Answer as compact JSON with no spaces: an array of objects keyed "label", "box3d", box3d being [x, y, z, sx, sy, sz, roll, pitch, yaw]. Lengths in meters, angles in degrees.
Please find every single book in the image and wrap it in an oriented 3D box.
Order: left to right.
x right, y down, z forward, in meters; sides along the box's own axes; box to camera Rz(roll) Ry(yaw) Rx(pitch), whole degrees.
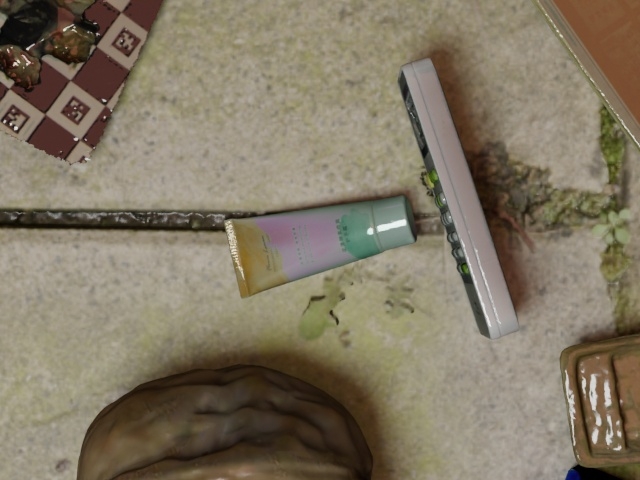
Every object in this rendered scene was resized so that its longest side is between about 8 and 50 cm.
[{"label":"book","box3d":[0.317,-0.189,1.025,0.170,0.018,0.241,-34,88,2]}]

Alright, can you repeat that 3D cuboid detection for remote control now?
[{"label":"remote control","box3d":[0.121,-0.036,0.996,0.034,0.103,0.250,-17,89,1]}]

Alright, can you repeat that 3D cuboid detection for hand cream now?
[{"label":"hand cream","box3d":[0.000,0.000,1.037,0.174,0.047,0.076,-12,90,13]}]

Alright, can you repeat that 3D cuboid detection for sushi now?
[{"label":"sushi","box3d":[-0.259,-0.198,1.058,0.193,0.040,0.210,27,89,-3]}]

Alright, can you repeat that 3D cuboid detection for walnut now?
[{"label":"walnut","box3d":[-0.082,0.234,0.944,0.273,0.227,0.273,0,87,1]}]

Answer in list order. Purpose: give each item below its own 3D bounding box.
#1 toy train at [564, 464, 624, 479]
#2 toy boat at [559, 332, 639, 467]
[{"label":"toy train","box3d":[0.294,0.295,0.989,0.204,0.083,0.131,21,89,4]},{"label":"toy boat","box3d":[0.310,0.133,1.000,0.188,0.061,0.116,-9,87,4]}]
